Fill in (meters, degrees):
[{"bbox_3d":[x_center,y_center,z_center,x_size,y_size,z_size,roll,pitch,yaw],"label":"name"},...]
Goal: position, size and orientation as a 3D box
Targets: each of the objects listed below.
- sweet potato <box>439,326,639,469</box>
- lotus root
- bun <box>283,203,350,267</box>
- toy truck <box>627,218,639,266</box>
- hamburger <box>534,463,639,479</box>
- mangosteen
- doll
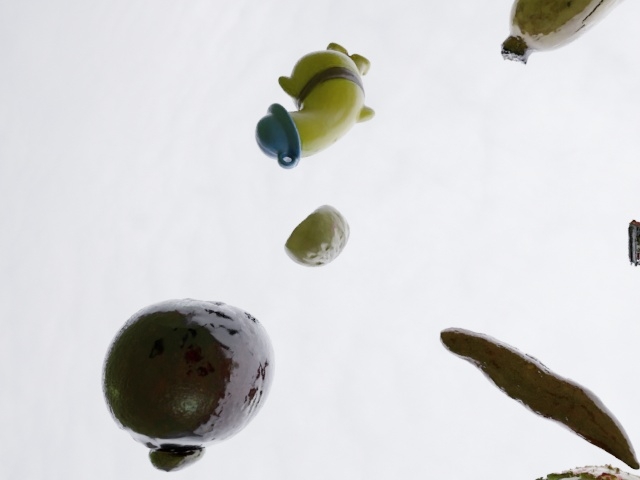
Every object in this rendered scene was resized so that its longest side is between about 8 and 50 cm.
[{"bbox_3d":[0.383,0.261,0.753,0.355,0.106,0.095,33,-68,34],"label":"sweet potato"},{"bbox_3d":[0.443,-0.435,0.729,0.284,0.160,0.146,-45,-123,24],"label":"lotus root"},{"bbox_3d":[0.000,0.000,1.095,0.128,0.193,0.178,44,-91,6],"label":"bun"},{"bbox_3d":[0.526,0.005,0.689,0.032,0.083,0.024,-36,-149,-17],"label":"toy truck"},{"bbox_3d":[0.475,0.495,0.640,0.294,0.179,0.275,47,-44,26],"label":"hamburger"},{"bbox_3d":[-0.167,0.177,0.526,0.216,0.216,0.215,-6,-101,31],"label":"mangosteen"},{"bbox_3d":[0.004,-0.261,0.793,0.200,0.145,0.362,24,-123,2],"label":"doll"}]
